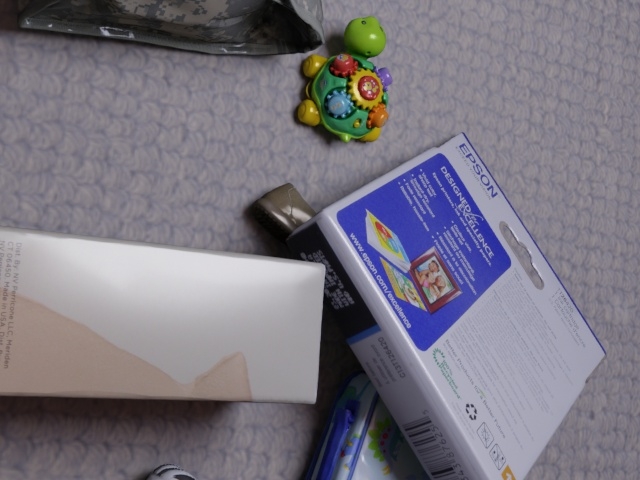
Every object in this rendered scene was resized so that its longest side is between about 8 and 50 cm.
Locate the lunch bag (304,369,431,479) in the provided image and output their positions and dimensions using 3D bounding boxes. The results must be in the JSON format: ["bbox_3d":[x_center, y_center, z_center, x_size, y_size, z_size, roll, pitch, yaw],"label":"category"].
[{"bbox_3d":[0.069,0.245,0.863,0.176,0.090,0.218,28,72,-26],"label":"lunch bag"}]

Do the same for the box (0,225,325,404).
[{"bbox_3d":[-0.164,0.063,0.714,0.311,0.148,0.121,7,82,-28],"label":"box"}]

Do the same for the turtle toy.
[{"bbox_3d":[0.035,-0.162,0.898,0.095,0.066,0.130,12,79,-29],"label":"turtle toy"}]

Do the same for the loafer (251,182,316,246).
[{"bbox_3d":[0.000,0.000,0.867,0.148,0.056,0.050,44,72,-19],"label":"loafer"}]

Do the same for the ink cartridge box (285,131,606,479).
[{"bbox_3d":[0.140,0.065,0.884,0.303,0.072,0.307,58,36,1],"label":"ink cartridge box"}]

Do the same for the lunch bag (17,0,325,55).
[{"bbox_3d":[-0.110,-0.297,0.772,0.287,0.169,0.235,-1,82,-38],"label":"lunch bag"}]

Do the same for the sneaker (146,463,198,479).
[{"bbox_3d":[-0.108,0.344,0.755,0.163,0.106,0.281,-36,95,-21],"label":"sneaker"}]
